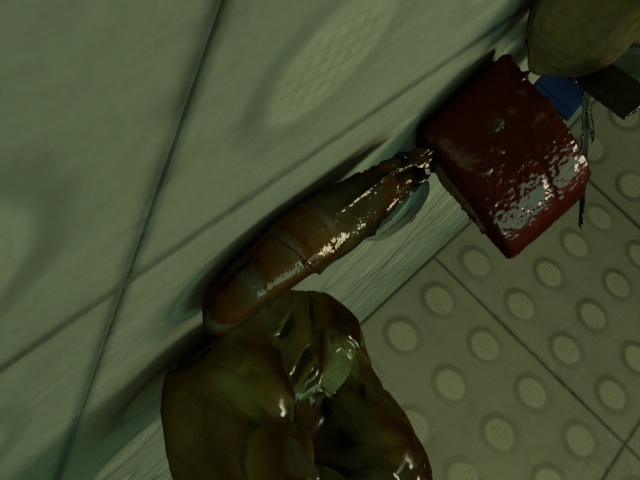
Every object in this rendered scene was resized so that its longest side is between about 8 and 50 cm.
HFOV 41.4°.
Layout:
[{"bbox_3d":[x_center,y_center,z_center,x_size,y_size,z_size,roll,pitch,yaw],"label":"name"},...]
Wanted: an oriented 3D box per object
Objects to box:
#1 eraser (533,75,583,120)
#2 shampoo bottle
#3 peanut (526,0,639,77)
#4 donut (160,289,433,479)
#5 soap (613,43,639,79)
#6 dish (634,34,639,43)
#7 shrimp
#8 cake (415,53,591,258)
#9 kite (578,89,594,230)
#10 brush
[{"bbox_3d":[0.410,-0.253,1.439,0.063,0.084,0.027,-46,170,6],"label":"eraser"},{"bbox_3d":[0.091,-0.043,1.047,0.108,0.051,0.221,-47,172,7],"label":"shampoo bottle"},{"bbox_3d":[0.278,-0.242,0.787,0.123,0.123,0.257,-41,173,-25],"label":"peanut"},{"bbox_3d":[-0.014,0.221,0.917,0.170,0.360,0.360,-32,177,22],"label":"donut"},{"bbox_3d":[0.566,-0.342,1.418,0.150,0.094,0.261,-44,-165,5],"label":"soap"},{"bbox_3d":[0.497,-0.372,1.271,0.213,0.090,0.213,-43,172,-8],"label":"dish"},{"bbox_3d":[0.000,0.000,0.789,0.287,0.063,0.152,-35,170,-33],"label":"shrimp"},{"bbox_3d":[0.218,-0.089,0.995,0.151,0.177,0.283,-42,170,2],"label":"cake"},{"bbox_3d":[0.348,-0.178,1.105,0.314,0.011,0.335,37,59,-66],"label":"kite"},{"bbox_3d":[0.287,-0.184,0.908,0.043,0.036,0.248,-49,-153,16],"label":"brush"}]
